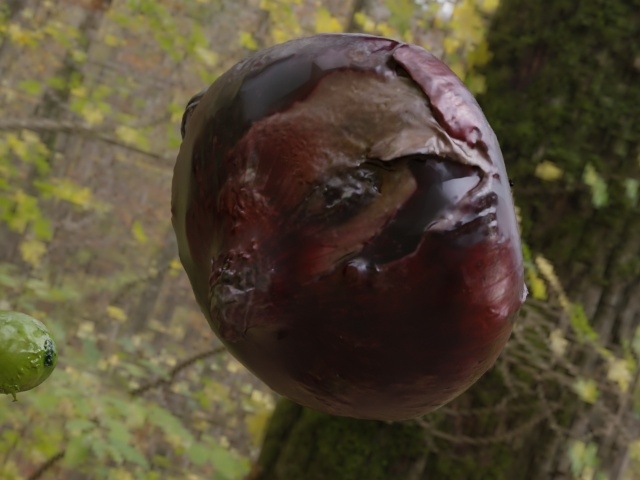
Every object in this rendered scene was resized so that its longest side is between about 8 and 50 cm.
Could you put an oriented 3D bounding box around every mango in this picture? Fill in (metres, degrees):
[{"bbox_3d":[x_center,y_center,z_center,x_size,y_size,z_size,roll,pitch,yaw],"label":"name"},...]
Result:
[{"bbox_3d":[-0.402,0.136,1.624,0.178,0.100,0.119,5,17,40],"label":"mango"}]

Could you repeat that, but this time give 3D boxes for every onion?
[{"bbox_3d":[0.000,0.000,0.864,0.272,0.272,0.195,20,27,24],"label":"onion"}]

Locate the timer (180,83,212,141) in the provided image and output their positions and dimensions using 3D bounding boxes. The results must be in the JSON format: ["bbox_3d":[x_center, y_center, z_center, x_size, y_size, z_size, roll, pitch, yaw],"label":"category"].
[{"bbox_3d":[-0.070,-0.085,1.500,0.069,0.208,0.191,-35,17,-33],"label":"timer"}]
